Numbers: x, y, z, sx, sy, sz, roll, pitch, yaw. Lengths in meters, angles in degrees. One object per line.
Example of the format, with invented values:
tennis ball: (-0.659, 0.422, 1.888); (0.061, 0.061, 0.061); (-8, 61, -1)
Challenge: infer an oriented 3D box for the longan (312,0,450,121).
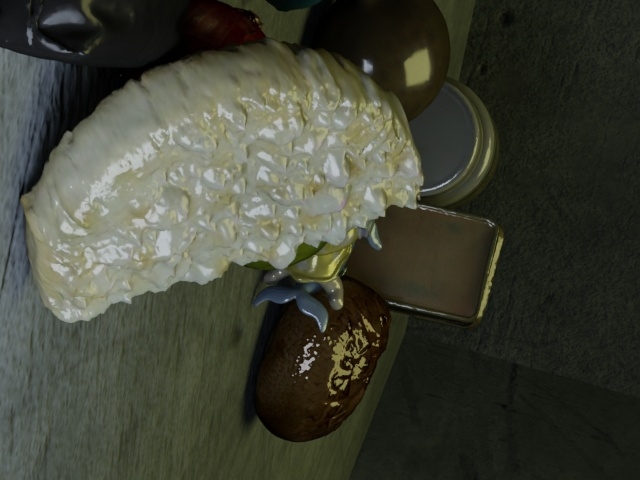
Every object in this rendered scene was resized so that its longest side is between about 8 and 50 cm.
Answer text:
longan: (0.069, -0.229, 1.858); (0.185, 0.159, 0.204); (-45, 138, -55)

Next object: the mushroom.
mushroom: (-0.002, 0.158, 2.146); (0.253, 0.153, 0.253); (-60, 168, -22)

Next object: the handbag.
handbag: (-0.111, -0.212, 0.953); (0.247, 0.080, 0.223); (-27, 132, -79)

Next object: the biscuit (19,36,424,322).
biscuit: (-0.061, -0.057, 1.059); (0.179, 0.281, 0.084); (94, -27, -48)

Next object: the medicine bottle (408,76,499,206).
medicine bottle: (0.167, -0.150, 2.463); (0.339, 0.208, 0.208); (-3, 108, -81)

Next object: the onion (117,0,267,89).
onion: (-0.085, -0.116, 1.151); (0.131, 0.131, 0.131); (15, 90, -82)

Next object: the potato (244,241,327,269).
potato: (-0.048, -0.068, 1.403); (0.253, 0.148, 0.186); (-4, 111, -82)

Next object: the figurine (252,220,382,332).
figurine: (0.000, 0.000, 1.939); (0.184, 0.128, 0.208); (67, 43, -73)

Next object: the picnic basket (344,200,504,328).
picnic basket: (0.124, 0.027, 2.344); (0.139, 0.266, 0.165); (89, 14, -85)

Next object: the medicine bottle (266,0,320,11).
medicine bottle: (0.008, -0.309, 1.521); (0.124, 0.079, 0.258); (-46, -168, 35)
